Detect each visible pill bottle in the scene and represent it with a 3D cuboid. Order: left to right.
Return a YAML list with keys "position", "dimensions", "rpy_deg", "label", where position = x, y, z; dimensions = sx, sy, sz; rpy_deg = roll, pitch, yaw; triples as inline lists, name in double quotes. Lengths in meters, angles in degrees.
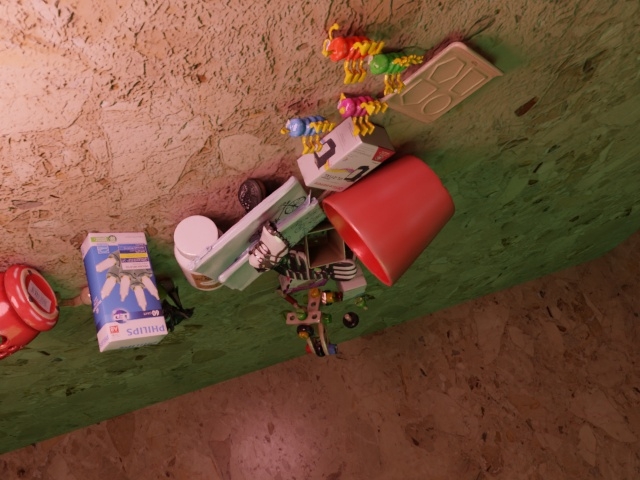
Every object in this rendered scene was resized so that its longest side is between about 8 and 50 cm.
- position: [-0.292, 0.031, 1.427]
  dimensions: [0.131, 0.131, 0.229]
  rpy_deg: [-16, 159, -9]
  label: "pill bottle"

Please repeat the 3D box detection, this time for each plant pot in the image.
- position: [-0.711, 0.156, 1.305]
  dimensions: [0.174, 0.191, 0.191]
  rpy_deg: [-28, 159, -1]
  label: "plant pot"
- position: [0.000, 0.000, 1.626]
  dimensions: [0.109, 0.096, 0.109]
  rpy_deg: [-13, 118, -15]
  label: "plant pot"
- position: [0.178, -0.065, 1.419]
  dimensions: [0.243, 0.275, 0.275]
  rpy_deg: [-38, 160, -5]
  label: "plant pot"

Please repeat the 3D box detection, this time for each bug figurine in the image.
- position: [0.053, -0.276, 1.048]
  dimensions: [0.216, 0.072, 0.279]
  rpy_deg: [-13, 155, -34]
  label: "bug figurine"

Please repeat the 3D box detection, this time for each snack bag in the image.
- position: [-0.134, -0.004, 1.386]
  dimensions: [0.323, 0.037, 0.342]
  rpy_deg: [-40, 164, -1]
  label: "snack bag"

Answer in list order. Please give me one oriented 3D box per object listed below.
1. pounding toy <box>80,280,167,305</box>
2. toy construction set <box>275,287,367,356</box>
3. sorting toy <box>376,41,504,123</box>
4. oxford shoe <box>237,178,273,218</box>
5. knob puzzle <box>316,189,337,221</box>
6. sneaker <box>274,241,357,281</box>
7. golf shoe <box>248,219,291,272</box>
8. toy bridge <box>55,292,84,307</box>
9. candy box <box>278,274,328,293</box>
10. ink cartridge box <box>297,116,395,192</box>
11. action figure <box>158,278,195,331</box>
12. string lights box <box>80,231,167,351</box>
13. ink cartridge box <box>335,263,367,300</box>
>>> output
- position: [-0.518, 0.110, 1.510]
  dimensions: [0.183, 0.110, 0.237]
  rpy_deg: [-15, -169, -42]
  label: "pounding toy"
- position: [-0.048, 0.244, 2.026]
  dimensions: [0.257, 0.309, 0.237]
  rpy_deg: [-60, 142, -13]
  label: "toy construction set"
- position: [0.242, -0.318, 1.168]
  dimensions: [0.208, 0.038, 0.193]
  rpy_deg: [-29, 158, 35]
  label: "sorting toy"
- position: [-0.138, -0.091, 1.360]
  dimensions: [0.096, 0.083, 0.227]
  rpy_deg: [-34, 164, -15]
  label: "oxford shoe"
- position: [0.057, -0.096, 1.564]
  dimensions: [0.213, 0.030, 0.213]
  rpy_deg: [-17, 160, -7]
  label: "knob puzzle"
- position: [-0.013, 0.035, 1.741]
  dimensions: [0.281, 0.162, 0.106]
  rpy_deg: [9, 133, 13]
  label: "sneaker"
- position: [-0.120, 0.026, 1.309]
  dimensions: [0.094, 0.077, 0.198]
  rpy_deg: [-35, 160, -14]
  label: "golf shoe"
- position: [-0.717, 0.160, 1.524]
  dimensions: [0.063, 0.026, 0.188]
  rpy_deg: [-24, 159, 20]
  label: "toy bridge"
- position: [-0.034, 0.093, 1.897]
  dimensions: [0.159, 0.071, 0.233]
  rpy_deg: [-10, 157, -22]
  label: "candy box"
- position: [0.056, -0.186, 1.273]
  dimensions: [0.175, 0.072, 0.127]
  rpy_deg: [-35, 155, 35]
  label: "ink cartridge box"
- position: [-0.474, 0.203, 1.648]
  dimensions: [0.164, 0.141, 0.276]
  rpy_deg: [-30, -174, -38]
  label: "action figure"
- position: [-0.450, 0.113, 1.309]
  dimensions: [0.133, 0.259, 0.077]
  rpy_deg: [-2, 154, -39]
  label: "string lights box"
- position: [0.114, 0.154, 2.154]
  dimensions: [0.092, 0.090, 0.143]
  rpy_deg: [-16, 158, -9]
  label: "ink cartridge box"
